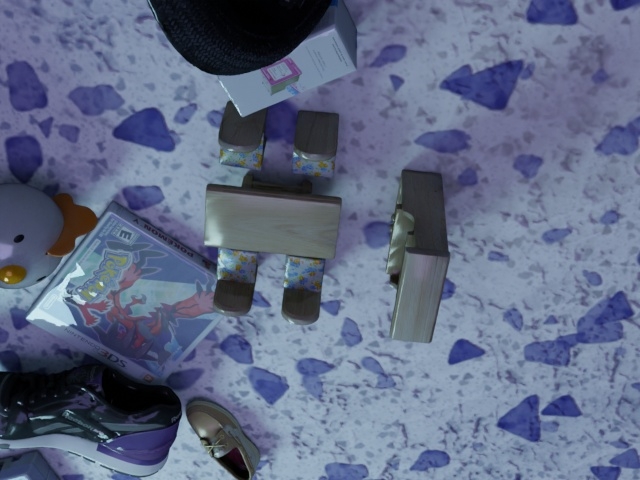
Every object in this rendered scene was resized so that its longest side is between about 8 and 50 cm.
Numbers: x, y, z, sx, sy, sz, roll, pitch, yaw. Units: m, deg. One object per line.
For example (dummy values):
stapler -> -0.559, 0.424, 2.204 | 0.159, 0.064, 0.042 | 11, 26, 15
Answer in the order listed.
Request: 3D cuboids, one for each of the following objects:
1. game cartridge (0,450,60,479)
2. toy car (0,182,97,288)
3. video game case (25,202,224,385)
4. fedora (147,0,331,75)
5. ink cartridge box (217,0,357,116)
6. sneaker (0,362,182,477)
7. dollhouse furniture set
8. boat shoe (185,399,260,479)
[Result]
game cartridge -> -0.500, 0.427, 1.395 | 0.355, 0.068, 0.230 | -17, 118, 14
toy car -> -0.350, 0.019, 1.032 | 0.238, 0.210, 0.219 | -17, 133, 0
video game case -> -0.217, 0.072, 1.153 | 0.183, 0.023, 0.201 | 33, 120, -18
fedora -> -0.096, -0.304, 0.780 | 0.152, 0.334, 0.334 | 17, 130, 29
ink cartridge box -> -0.030, -0.177, 0.930 | 0.122, 0.088, 0.052 | -19, 124, 16
sneaker -> -0.306, 0.184, 1.187 | 0.283, 0.107, 0.124 | 15, 125, -12
dollhouse furniture set -> 0.000, 0.000, 1.006 | 0.242, 0.161, 0.212 | 6, 125, -1
boat shoe -> -0.124, 0.258, 1.261 | 0.050, 0.045, 0.135 | -31, 117, 22
